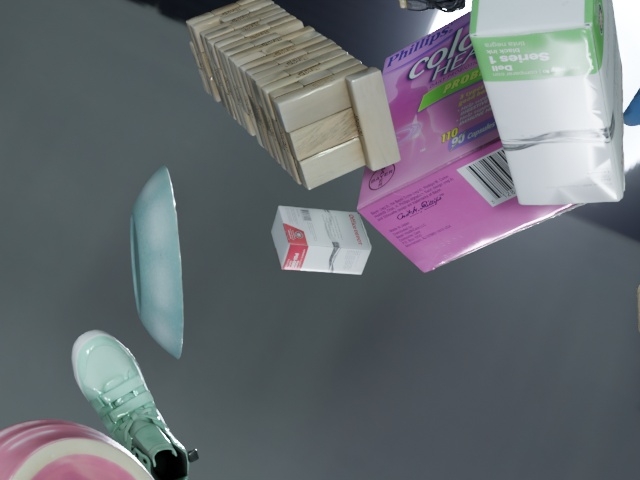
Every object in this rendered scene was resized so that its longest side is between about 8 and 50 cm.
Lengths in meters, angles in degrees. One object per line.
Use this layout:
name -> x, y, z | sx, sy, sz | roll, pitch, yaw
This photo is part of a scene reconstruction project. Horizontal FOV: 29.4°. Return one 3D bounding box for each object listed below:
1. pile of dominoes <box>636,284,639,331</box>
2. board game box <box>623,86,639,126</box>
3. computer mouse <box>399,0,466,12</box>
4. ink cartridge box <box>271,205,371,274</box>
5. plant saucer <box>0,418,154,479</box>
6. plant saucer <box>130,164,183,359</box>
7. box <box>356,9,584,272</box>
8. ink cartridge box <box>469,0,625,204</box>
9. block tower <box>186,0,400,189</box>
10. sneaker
pile of dominoes -> 0.387, 0.011, 1.047 | 0.251, 0.040, 0.196 | -24, 130, -12
board game box -> 0.384, -0.173, 1.254 | 0.169, 0.033, 0.133 | -55, -167, -19
computer mouse -> 0.160, -0.385, 1.578 | 0.042, 0.106, 0.193 | 15, 86, -42
ink cartridge box -> 0.000, 0.000, 1.918 | 0.099, 0.135, 0.056 | -107, -152, -49
plant saucer -> -0.287, 0.362, 1.421 | 0.084, 0.332, 0.332 | -30, -160, 39
plant saucer -> -0.166, 0.023, 1.216 | 0.195, 0.037, 0.195 | 175, -90, -77
box -> 0.168, -0.123, 1.264 | 0.213, 0.117, 0.243 | -25, -144, 35
ink cartridge box -> 0.187, -0.151, 0.975 | 0.219, 0.092, 0.160 | 63, 30, -52
block tower -> -0.040, -0.154, 1.187 | 0.335, 0.097, 0.091 | 44, -26, 58
sneaker -> -0.264, 0.247, 1.770 | 0.094, 0.256, 0.151 | -33, -159, -24
